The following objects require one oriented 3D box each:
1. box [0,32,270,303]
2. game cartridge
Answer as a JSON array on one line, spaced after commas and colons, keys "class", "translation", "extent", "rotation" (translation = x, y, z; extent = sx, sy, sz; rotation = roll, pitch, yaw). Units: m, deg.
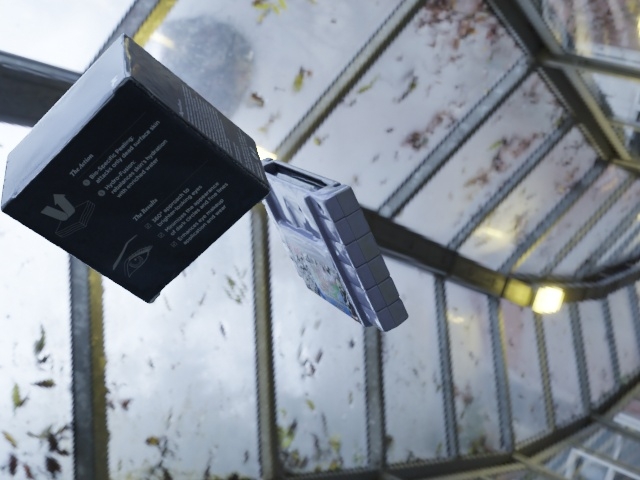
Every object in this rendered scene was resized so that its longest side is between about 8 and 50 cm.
[{"class": "box", "translation": [-0.154, -0.057, 0.774], "extent": [0.156, 0.093, 0.158], "rotation": [-41, -55, 16]}, {"class": "game cartridge", "translation": [0.000, 0.000, 1.417], "extent": [0.068, 0.355, 0.230], "rotation": [-26, -71, -15]}]
